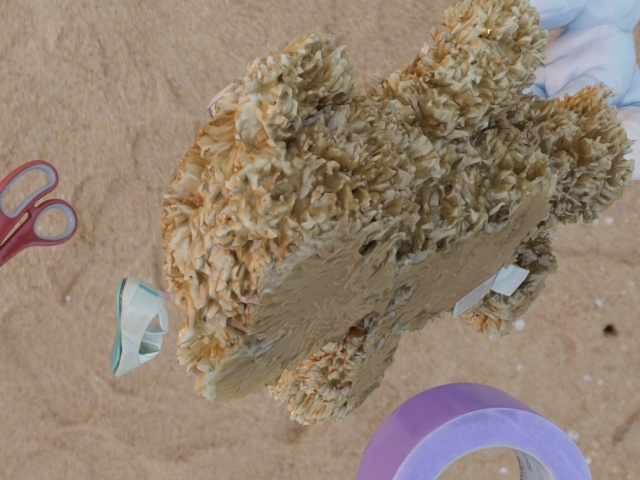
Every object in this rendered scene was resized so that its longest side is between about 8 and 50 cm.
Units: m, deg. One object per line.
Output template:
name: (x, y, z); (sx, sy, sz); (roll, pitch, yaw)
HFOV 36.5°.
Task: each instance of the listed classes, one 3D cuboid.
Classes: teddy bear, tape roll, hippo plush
teddy bear: (0.045, -0.018, 0.514); (0.338, 0.113, 0.245); (-20, 143, -37)
tape roll: (0.128, 0.221, 0.819); (0.188, 0.080, 0.189); (-2, 97, -14)
hippo plush: (0.286, -0.200, 1.015); (0.294, 0.234, 0.237); (-6, 108, -2)

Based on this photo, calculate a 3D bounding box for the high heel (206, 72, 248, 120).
high heel: (-0.071, -0.135, 1.358); (0.093, 0.261, 0.186); (-37, 91, -5)

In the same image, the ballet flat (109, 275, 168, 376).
ballet flat: (-0.274, 0.141, 1.470); (0.086, 0.086, 0.248); (-2, 148, -16)

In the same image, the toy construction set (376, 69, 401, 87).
toy construction set: (0.178, -0.147, 1.456); (0.215, 0.151, 0.328); (11, 76, -9)

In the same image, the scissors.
scissors: (-0.394, 0.019, 1.116); (0.297, 0.021, 0.109); (-49, 119, -38)
